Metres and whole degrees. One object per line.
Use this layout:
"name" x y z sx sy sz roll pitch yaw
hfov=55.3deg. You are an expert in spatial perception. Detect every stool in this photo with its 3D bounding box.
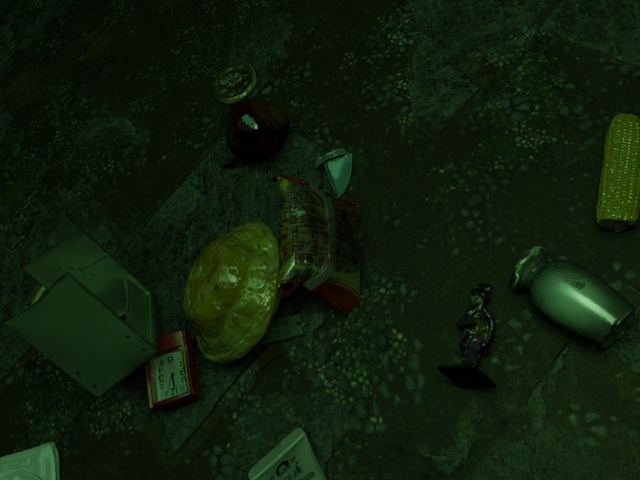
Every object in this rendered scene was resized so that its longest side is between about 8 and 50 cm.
"stool" -0.503 0.149 1.325 0.170 0.270 0.244 -37 29 3

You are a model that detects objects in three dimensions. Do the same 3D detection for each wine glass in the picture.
"wine glass" 0.444 0.099 1.088 0.111 0.111 0.204 -46 55 -4

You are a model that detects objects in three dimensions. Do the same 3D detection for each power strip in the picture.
"power strip" -0.085 0.192 1.316 0.136 0.019 0.051 -16 58 15

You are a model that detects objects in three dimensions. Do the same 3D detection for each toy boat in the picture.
"toy boat" 0.043 -0.152 1.437 0.096 0.034 0.122 -24 67 10

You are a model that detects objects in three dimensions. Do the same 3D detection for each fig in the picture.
"fig" -0.170 -0.256 1.506 0.148 0.149 0.202 30 90 16

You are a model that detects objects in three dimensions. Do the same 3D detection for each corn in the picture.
"corn" 0.580 -0.133 1.169 0.081 0.081 0.249 7 67 25

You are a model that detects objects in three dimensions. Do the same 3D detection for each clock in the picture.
"clock" -0.324 0.288 1.345 0.113 0.061 0.155 -20 62 14

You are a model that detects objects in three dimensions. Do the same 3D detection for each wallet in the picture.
"wallet" -0.674 0.532 1.365 0.182 0.032 0.124 -17 62 3

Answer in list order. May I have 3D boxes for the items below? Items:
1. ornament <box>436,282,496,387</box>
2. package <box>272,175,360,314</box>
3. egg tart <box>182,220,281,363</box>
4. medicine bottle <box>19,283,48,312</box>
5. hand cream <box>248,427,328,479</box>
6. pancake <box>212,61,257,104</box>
"ornament" 0.284 0.174 1.148 0.081 0.088 0.203 -20 42 40
"package" 0.005 0.001 1.270 0.108 0.223 0.288 -26 55 44
"egg tart" -0.205 0.098 1.298 0.319 0.128 0.319 -29 49 39
"medicine bottle" -0.686 0.122 1.584 0.092 0.061 0.221 25 75 5
"hand cream" -0.005 0.493 1.100 0.139 0.089 0.314 -43 49 -4
"pancake" -0.239 -0.437 1.698 0.139 0.022 0.140 -9 63 18
